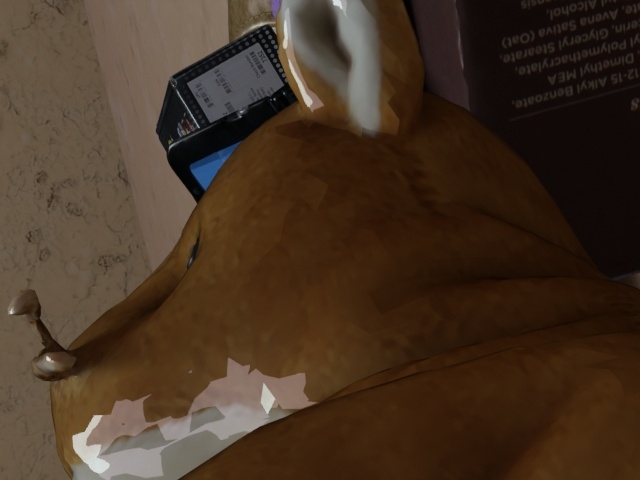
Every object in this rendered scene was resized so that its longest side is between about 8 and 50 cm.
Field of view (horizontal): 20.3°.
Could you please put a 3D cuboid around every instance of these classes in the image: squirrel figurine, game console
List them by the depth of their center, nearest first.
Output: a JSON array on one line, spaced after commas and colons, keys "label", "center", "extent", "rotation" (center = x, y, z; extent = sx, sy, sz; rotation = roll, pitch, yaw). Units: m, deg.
[{"label": "squirrel figurine", "center": [0.101, 0.063, 0.453], "extent": [0.281, 0.397, 0.370], "rotation": [58, -178, -33]}, {"label": "game console", "center": [0.000, 0.000, 0.768], "extent": [0.122, 0.071, 0.107], "rotation": [53, 180, -22]}]

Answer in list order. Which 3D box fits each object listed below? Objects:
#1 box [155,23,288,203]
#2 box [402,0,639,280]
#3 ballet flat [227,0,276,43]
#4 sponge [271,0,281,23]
[{"label": "box", "center": [0.005, 0.028, 0.973], "extent": [0.270, 0.060, 0.216], "rotation": [60, 172, -1]}, {"label": "box", "center": [0.075, -0.186, 0.734], "extent": [0.191, 0.143, 0.381], "rotation": [-128, 24, -60]}, {"label": "ballet flat", "center": [-0.001, -0.052, 1.158], "extent": [0.124, 0.116, 0.342], "rotation": [-63, -29, -41]}, {"label": "sponge", "center": [-0.008, -0.164, 0.737], "extent": [0.117, 0.031, 0.210], "rotation": [-133, 30, -68]}]
